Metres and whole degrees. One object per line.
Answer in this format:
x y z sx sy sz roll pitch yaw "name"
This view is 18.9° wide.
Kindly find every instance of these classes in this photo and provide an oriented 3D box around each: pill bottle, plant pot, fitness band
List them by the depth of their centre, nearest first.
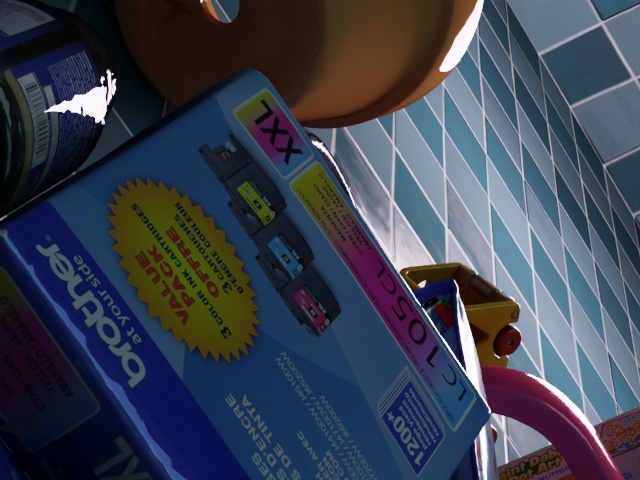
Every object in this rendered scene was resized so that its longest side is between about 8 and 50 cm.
-0.197 -0.078 1.128 0.123 0.123 0.219 62 17 -6 "pill bottle"
0.151 0.237 1.550 0.291 0.209 0.054 59 19 -13 "fitness band"
-0.034 -0.215 1.584 0.291 0.291 0.203 63 33 -5 "plant pot"

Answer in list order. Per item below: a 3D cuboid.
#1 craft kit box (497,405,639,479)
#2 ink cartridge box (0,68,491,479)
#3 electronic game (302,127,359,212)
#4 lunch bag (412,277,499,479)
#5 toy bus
0.254 0.282 1.730 0.250 0.247 0.061 54 17 -30 "craft kit box"
-0.083 0.093 1.024 0.270 0.151 0.395 55 28 -5 "ink cartridge box"
0.000 0.000 1.713 0.229 0.048 0.229 -19 90 -77 "electronic game"
0.081 0.211 1.320 0.293 0.138 0.221 -111 -173 -50 "lunch bag"
0.100 0.120 1.719 0.104 0.191 0.202 -4 71 -34 "toy bus"
